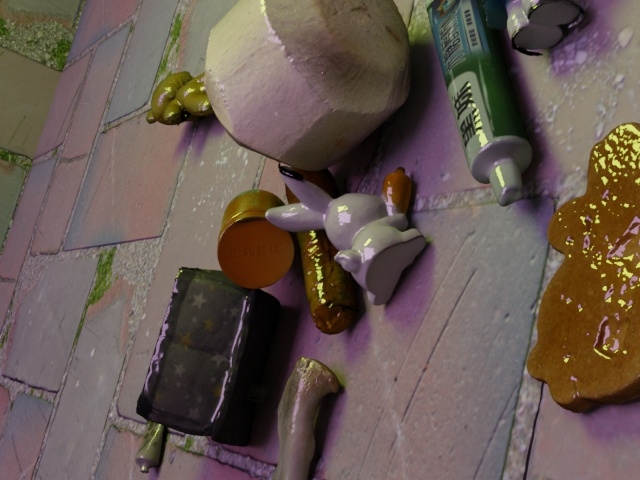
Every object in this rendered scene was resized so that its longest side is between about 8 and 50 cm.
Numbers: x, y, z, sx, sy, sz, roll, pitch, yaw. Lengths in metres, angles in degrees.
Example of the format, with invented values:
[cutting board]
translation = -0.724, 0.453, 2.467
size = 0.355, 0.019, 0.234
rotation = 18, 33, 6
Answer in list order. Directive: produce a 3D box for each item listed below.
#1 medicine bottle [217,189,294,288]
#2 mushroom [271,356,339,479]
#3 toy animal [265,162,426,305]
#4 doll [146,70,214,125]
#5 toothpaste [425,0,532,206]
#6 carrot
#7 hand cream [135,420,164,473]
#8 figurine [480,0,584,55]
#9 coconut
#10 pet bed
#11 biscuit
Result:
[medicine bottle]
translation = -0.084, -0.007, 1.206
size = 0.096, 0.096, 0.192
rotation = -64, 9, 9
[mushroom]
translation = -0.027, 0.236, 1.065
size = 0.059, 0.054, 0.202
rotation = 6, 82, 66
[toy animal]
translation = 0.035, -0.029, 1.058
size = 0.181, 0.127, 0.131
rotation = 51, 122, 45
[doll]
translation = -0.233, -0.251, 1.696
size = 0.209, 0.097, 0.137
rotation = 17, 63, 49
[toothpaste]
translation = 0.167, -0.184, 0.993
size = 0.099, 0.061, 0.392
rotation = -48, 33, 37
[carrot]
translation = 0.000, 0.000, 1.144
size = 0.070, 0.070, 0.260
rotation = -47, 36, 34
[hand cream]
translation = -0.257, 0.284, 1.440
size = 0.057, 0.037, 0.165
rotation = -37, 36, 43
[figurine]
translation = 0.202, -0.306, 0.977
size = 0.138, 0.110, 0.245
rotation = 121, 148, -53
[coconut]
translation = -0.025, -0.205, 1.151
size = 0.266, 0.237, 0.237
rotation = -31, 46, 43
[pet bed]
translation = -0.136, 0.152, 1.208
size = 0.183, 0.159, 0.211
rotation = 127, 160, -76
[biscuit]
translation = 0.249, 0.023, 0.746
size = 0.184, 0.035, 0.249
rotation = 8, 79, 61
